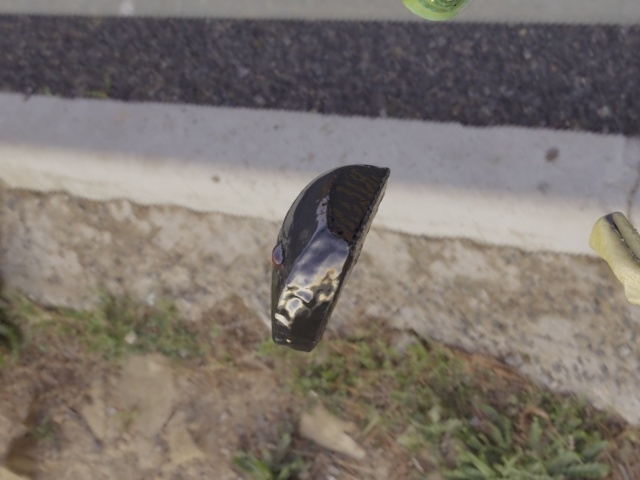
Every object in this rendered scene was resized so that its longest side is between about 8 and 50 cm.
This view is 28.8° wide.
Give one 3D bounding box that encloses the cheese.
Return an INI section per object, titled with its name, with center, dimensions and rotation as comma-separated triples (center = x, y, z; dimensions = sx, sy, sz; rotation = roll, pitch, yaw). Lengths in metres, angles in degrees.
[cheese]
center = 0.251, 0.017, 1.021
dimensions = 0.030, 0.044, 0.083
rotation = -13, 59, -32

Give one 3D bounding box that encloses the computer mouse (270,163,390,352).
[computer mouse]
center = 0.000, 0.000, 1.462
dimensions = 0.100, 0.170, 0.269
rotation = 21, 29, 4

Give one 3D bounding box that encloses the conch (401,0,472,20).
[conch]
center = 0.122, -0.284, 1.294
dimensions = 0.095, 0.079, 0.200
rotation = -14, 40, 16
